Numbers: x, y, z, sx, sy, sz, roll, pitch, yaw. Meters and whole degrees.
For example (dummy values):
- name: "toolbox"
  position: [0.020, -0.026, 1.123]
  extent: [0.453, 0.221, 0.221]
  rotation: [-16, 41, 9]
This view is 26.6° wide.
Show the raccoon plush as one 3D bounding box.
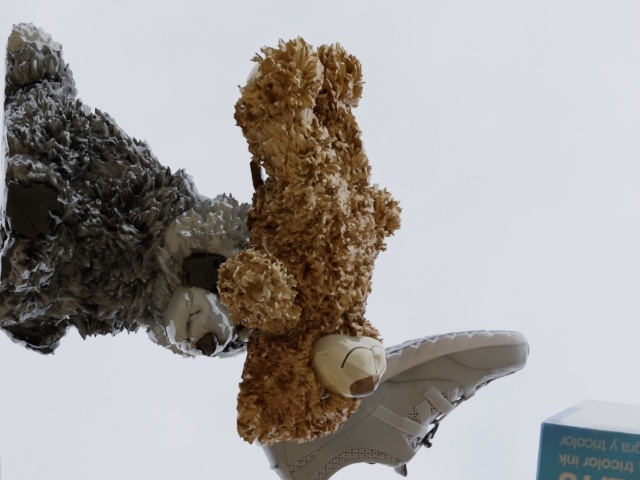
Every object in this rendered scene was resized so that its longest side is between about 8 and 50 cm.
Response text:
- name: "raccoon plush"
  position: [-0.162, -0.068, 1.337]
  extent: [0.299, 0.446, 0.216]
  rotation: [2, -33, -14]

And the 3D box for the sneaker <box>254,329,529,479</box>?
- name: "sneaker"
  position: [0.073, 0.161, 1.277]
  extent: [0.281, 0.105, 0.115]
  rotation: [-20, -92, -12]

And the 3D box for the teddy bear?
- name: "teddy bear"
  position: [0.000, 0.000, 1.107]
  extent: [0.113, 0.245, 0.338]
  rotation: [1, -101, 18]

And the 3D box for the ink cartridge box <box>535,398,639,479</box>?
- name: "ink cartridge box"
  position: [0.212, 0.231, 0.702]
  extent: [0.197, 0.198, 0.270]
  rotation: [4, -93, 17]
